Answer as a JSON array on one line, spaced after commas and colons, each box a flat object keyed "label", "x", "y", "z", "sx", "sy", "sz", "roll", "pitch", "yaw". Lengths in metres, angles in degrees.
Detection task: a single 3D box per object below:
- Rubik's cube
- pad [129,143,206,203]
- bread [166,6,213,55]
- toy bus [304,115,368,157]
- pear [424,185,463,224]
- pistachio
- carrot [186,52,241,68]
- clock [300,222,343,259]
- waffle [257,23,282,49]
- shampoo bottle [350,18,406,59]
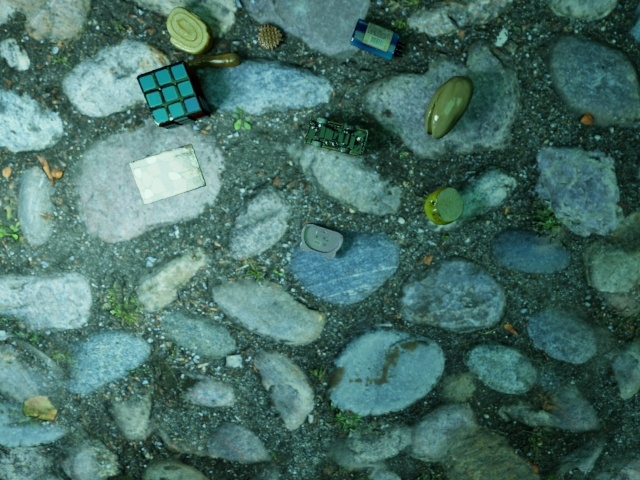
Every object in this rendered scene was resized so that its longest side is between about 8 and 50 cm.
[{"label": "Rubik's cube", "x": -0.468, "y": -0.465, "z": 1.325, "sx": 0.162, "sy": 0.163, "sz": 0.160, "roll": -19, "pitch": 102, "yaw": -2}, {"label": "pad", "x": -0.542, "y": -0.235, "z": 1.448, "sx": 0.235, "sy": 0.003, "sz": 0.158, "roll": -16, "pitch": 102, "yaw": 1}, {"label": "bread", "x": -0.427, "y": -0.674, "z": 1.326, "sx": 0.149, "sy": 0.073, "sz": 0.122, "roll": 32, "pitch": 101, "yaw": -9}, {"label": "toy bus", "x": 0.054, "y": -0.351, "z": 1.397, "sx": 0.201, "sy": 0.114, "sz": 0.098, "roll": 14, "pitch": 100, "yaw": 0}, {"label": "pear", "x": 0.436, "y": -0.124, "z": 1.473, "sx": 0.141, "sy": 0.104, "sz": 0.140, "roll": -1, "pitch": 92, "yaw": -25}, {"label": "pistachio", "x": 0.436, "y": -0.455, "z": 1.394, "sx": 0.136, "sy": 0.135, "sz": 0.225, "roll": 27, "pitch": 105, "yaw": -8}, {"label": "carrot", "x": -0.359, "y": -0.596, "z": 1.360, "sx": 0.191, "sy": 0.047, "sz": 0.047, "roll": -5, "pitch": 102, "yaw": -1}, {"label": "clock", "x": 0.000, "y": 0.000, "z": 1.501, "sx": 0.153, "sy": 0.050, "sz": 0.109, "roll": 18, "pitch": 100, "yaw": -6}, {"label": "waffle", "x": -0.169, "y": -0.677, "z": 1.361, "sx": 0.083, "sy": 0.029, "sz": 0.075, "roll": 27, "pitch": 100, "yaw": -10}, {"label": "shampoo bottle", "x": 0.197, "y": -0.668, "z": 1.370, "sx": 0.183, "sy": 0.050, "sz": 0.087, "roll": 19, "pitch": 98, "yaw": -6}]
